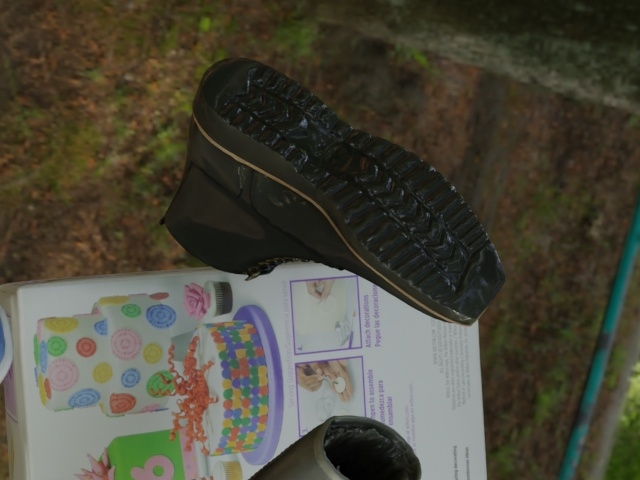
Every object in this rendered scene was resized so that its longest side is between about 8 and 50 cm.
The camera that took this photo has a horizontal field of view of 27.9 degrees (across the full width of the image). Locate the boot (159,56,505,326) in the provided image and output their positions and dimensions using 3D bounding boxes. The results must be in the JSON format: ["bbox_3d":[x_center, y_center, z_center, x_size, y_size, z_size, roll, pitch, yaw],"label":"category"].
[{"bbox_3d":[0.000,0.000,0.739,0.077,0.198,0.137,-40,167,-38],"label":"boot"}]

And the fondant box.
[{"bbox_3d":[-0.049,0.135,0.905,0.330,0.096,0.238,-4,92,-23],"label":"fondant box"}]

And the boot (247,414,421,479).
[{"bbox_3d":[-0.064,0.171,0.667,0.189,0.208,0.076,-8,68,-61],"label":"boot"}]

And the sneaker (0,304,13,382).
[{"bbox_3d":[-0.171,-0.028,0.395,0.211,0.081,0.080,50,52,-15],"label":"sneaker"}]
